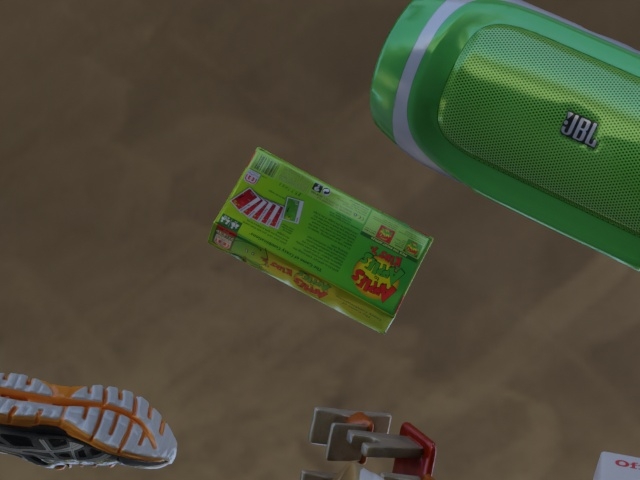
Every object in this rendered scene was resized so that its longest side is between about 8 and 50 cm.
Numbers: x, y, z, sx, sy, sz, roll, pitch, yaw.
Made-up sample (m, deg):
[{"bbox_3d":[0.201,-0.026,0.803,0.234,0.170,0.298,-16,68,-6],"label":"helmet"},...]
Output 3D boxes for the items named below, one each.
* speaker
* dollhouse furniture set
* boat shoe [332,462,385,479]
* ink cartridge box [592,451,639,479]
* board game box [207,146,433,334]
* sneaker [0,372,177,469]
[{"bbox_3d":[0.182,-0.062,1.138,0.296,0.131,0.131,27,-46,24],"label":"speaker"},{"bbox_3d":[0.078,0.321,1.843,0.135,0.262,0.259,7,-79,-21],"label":"dollhouse furniture set"},{"bbox_3d":[0.034,0.211,0.766,0.096,0.277,0.098,25,-55,-11],"label":"boat shoe"},{"bbox_3d":[0.322,0.293,1.659,0.148,0.203,0.086,11,-64,5],"label":"ink cartridge box"},{"bbox_3d":[0.000,0.000,1.610,0.181,0.092,0.043,27,-28,2],"label":"board game box"},{"bbox_3d":[-0.253,0.199,1.833,0.215,0.084,0.083,15,-55,2],"label":"sneaker"}]
